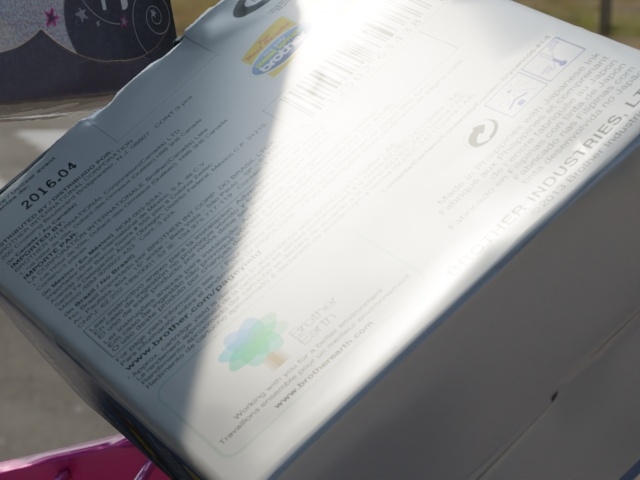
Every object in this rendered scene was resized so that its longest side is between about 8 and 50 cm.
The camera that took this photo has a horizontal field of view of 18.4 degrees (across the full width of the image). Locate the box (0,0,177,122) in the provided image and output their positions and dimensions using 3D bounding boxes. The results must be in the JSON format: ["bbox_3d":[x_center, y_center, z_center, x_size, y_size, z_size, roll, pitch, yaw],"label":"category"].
[{"bbox_3d":[-0.244,-0.178,1.542,0.142,0.163,0.247,-9,1,38],"label":"box"}]

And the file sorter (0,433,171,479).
[{"bbox_3d":[-0.150,0.258,1.240,0.290,0.202,0.182,-15,18,20],"label":"file sorter"}]

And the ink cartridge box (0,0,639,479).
[{"bbox_3d":[0.000,0.000,0.969,0.270,0.151,0.395,-42,37,-11],"label":"ink cartridge box"}]
